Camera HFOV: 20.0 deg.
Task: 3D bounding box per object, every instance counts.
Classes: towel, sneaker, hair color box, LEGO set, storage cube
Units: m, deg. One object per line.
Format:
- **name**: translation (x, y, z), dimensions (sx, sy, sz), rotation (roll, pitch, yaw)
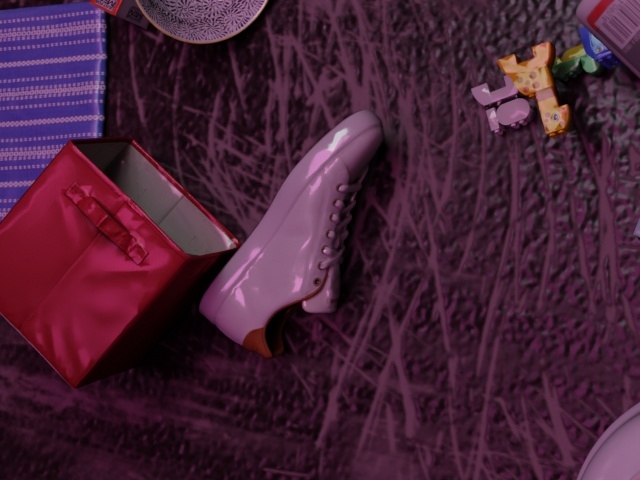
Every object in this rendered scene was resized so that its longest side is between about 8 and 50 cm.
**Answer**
- **towel**: translation (-0.363, -0.112, 2.132), dimensions (0.243, 0.040, 0.336), rotation (-2, 82, 25)
- **sneaker**: translation (0.000, 0.000, 1.917), dimensions (0.123, 0.106, 0.290), rotation (40, 109, 15)
- **hair color box**: translation (-0.200, -0.318, 2.062), dimensions (0.043, 0.072, 0.141), rotation (28, 95, 27)
- **LEGO set**: translation (0.255, -0.152, 1.813), dimensions (0.227, 0.087, 0.093), rotation (-20, 75, 23)
- **storage cube**: translation (-0.231, 0.020, 1.949), dimensions (0.183, 0.215, 0.193), rotation (44, 102, 8)

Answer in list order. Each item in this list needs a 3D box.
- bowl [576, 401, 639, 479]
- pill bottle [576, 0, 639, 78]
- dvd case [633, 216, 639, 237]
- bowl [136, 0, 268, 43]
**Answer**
- **bowl**: translation (0.353, 0.274, 1.683), dimensions (0.298, 0.134, 0.298), rotation (-3, 82, 25)
- **pill bottle**: translation (0.390, -0.172, 1.680), dimensions (0.283, 0.161, 0.161), rotation (44, 103, 5)
- **dvd case**: translation (0.368, -0.045, 1.784), dimensions (0.087, 0.013, 0.119), rotation (25, 93, 26)
- **bowl**: translation (-0.140, -0.308, 2.009), dimensions (0.170, 0.170, 0.080), rotation (-64, 25, 5)
